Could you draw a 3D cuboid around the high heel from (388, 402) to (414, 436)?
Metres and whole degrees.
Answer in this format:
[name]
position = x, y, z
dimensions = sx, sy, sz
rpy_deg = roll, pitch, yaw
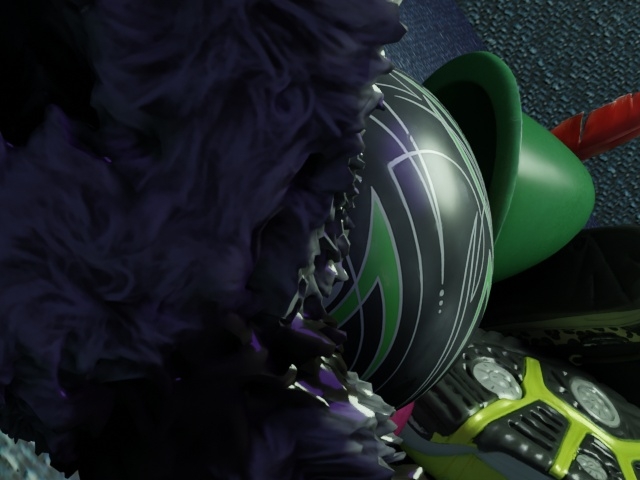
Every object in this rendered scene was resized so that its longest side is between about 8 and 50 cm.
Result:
[high heel]
position = -0.020, -0.004, 0.934
dimensions = 0.117, 0.082, 0.244
rpy_deg = -94, 164, -84

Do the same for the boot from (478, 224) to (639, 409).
[boot]
position = 0.168, 0.069, 1.175
dimensions = 0.178, 0.236, 0.085
rpy_deg = 42, 60, -34

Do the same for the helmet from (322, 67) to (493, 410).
[helmet]
position = 0.000, 0.000, 0.813
dimensions = 0.169, 0.161, 0.169
rpy_deg = 54, 14, -20

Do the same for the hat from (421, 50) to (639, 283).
[hat]
position = 0.147, -0.014, 1.108
dimensions = 0.183, 0.208, 0.173
rpy_deg = 18, 43, -26

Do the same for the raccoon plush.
[raccoon plush]
position = -0.109, -0.035, 0.637
dimensions = 0.299, 0.216, 0.446
rpy_deg = -125, -153, -64

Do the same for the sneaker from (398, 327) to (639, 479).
[sneaker]
position = 0.172, 0.190, 1.103
dimensions = 0.384, 0.147, 0.145
rpy_deg = 33, 26, -23

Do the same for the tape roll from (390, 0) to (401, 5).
[tape roll]
position = -0.049, -0.212, 0.880
dimensions = 0.246, 0.169, 0.246
rpy_deg = 29, 1, -1
